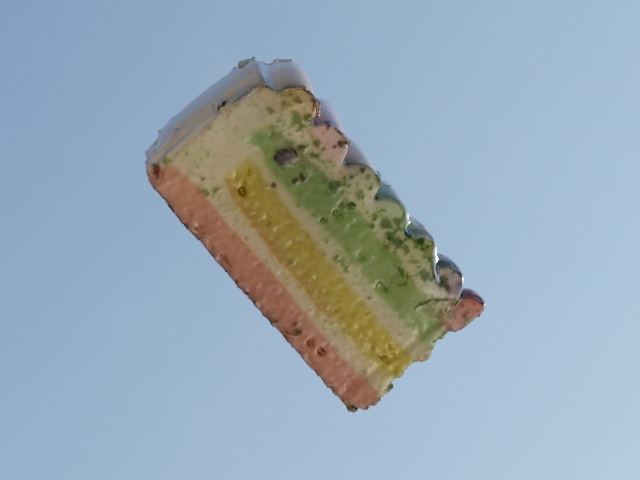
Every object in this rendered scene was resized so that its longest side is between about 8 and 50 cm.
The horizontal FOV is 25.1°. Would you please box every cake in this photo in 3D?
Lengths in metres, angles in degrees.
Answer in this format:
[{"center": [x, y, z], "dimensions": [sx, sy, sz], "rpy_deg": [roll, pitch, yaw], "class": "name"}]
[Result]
[{"center": [-0.005, -0.009, 0.866], "dimensions": [0.109, 0.090, 0.225], "rpy_deg": [-37, -62, 5], "class": "cake"}]
